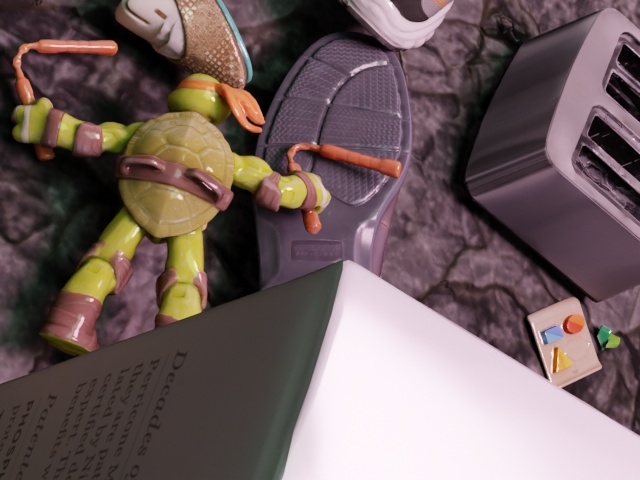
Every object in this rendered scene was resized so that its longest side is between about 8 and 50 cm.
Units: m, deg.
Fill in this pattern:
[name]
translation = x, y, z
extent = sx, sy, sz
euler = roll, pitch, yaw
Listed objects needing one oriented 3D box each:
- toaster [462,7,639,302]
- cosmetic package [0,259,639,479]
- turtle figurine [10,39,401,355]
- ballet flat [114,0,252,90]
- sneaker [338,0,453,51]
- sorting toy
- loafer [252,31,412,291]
[toaster]
translation = 0.209, -0.073, 1.444
extent = 0.186, 0.110, 0.168
euler = 39, 57, -21
[cosmetic package]
translation = -0.021, 0.259, 1.004
extent = 0.329, 0.394, 0.327
euler = 32, 60, -26
[turtle figurine]
translation = -0.086, -0.020, 1.201
extent = 0.270, 0.087, 0.217
euler = 17, 73, -11
[ballet flat]
translation = -0.121, -0.181, 1.266
extent = 0.067, 0.073, 0.206
euler = -24, 78, -28
[sneaker]
translation = 0.100, -0.236, 1.389
extent = 0.100, 0.108, 0.271
euler = 43, 34, -12
[sorting toy]
translation = 0.202, 0.075, 1.457
extent = 0.083, 0.012, 0.062
euler = -20, 88, -37
[loafer]
translation = 0.000, 0.000, 1.302
extent = 0.109, 0.095, 0.302
euler = 8, 64, -2
